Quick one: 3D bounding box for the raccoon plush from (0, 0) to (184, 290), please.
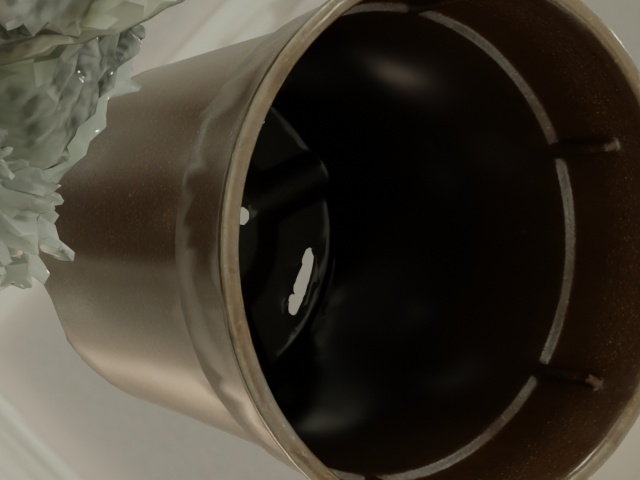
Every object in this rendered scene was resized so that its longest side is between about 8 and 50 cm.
[{"bbox_3d":[-0.195,0.006,0.290,0.216,0.299,0.446,43,23,7],"label":"raccoon plush"}]

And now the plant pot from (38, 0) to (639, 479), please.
[{"bbox_3d":[0.000,0.000,0.572,0.167,0.167,0.165,42,-20,-27],"label":"plant pot"}]
